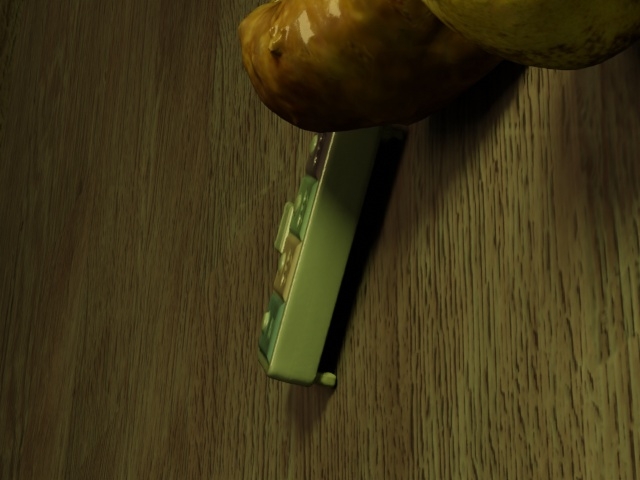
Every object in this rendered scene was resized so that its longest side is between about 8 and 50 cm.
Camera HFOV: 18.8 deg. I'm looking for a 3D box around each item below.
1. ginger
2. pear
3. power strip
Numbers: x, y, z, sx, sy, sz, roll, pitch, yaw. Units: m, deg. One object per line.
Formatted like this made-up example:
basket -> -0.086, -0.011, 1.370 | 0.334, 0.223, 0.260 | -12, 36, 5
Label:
ginger -> 0.069, -0.186, 1.310 | 0.165, 0.172, 0.321 | -38, -12, -51
pear -> 0.121, -0.200, 1.060 | 0.197, 0.197, 0.197 | -166, 90, -72
power strip -> 0.000, 0.000, 1.532 | 0.145, 0.061, 0.216 | -141, 67, -78
